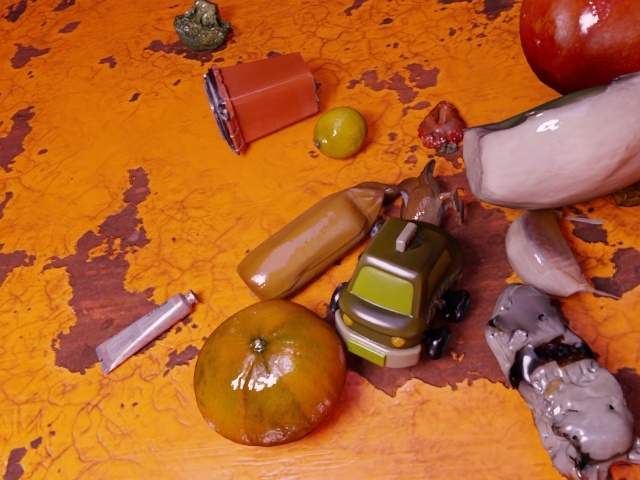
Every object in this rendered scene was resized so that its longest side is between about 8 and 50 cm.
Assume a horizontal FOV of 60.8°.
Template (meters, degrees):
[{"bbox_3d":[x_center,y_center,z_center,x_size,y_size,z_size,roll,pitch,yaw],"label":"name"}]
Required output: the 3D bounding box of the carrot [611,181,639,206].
[{"bbox_3d":[0.636,-0.107,0.969,0.229,0.069,0.069,-14,53,5],"label":"carrot"}]

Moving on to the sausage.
[{"bbox_3d":[-0.003,-0.005,1.012,0.328,0.112,0.112,-37,55,-11],"label":"sausage"}]

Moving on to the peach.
[{"bbox_3d":[0.570,-0.430,1.032,0.389,0.388,0.388,-6,54,9],"label":"peach"}]

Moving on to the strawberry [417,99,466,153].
[{"bbox_3d":[0.260,-0.247,1.164,0.104,0.048,0.152,4,59,12],"label":"strawberry"}]

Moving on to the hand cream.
[{"bbox_3d":[-0.320,0.163,1.012,0.210,0.043,0.067,-35,52,-6],"label":"hand cream"}]

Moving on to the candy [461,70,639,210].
[{"bbox_3d":[0.444,-0.163,0.895,0.427,0.386,0.186,-19,92,-5],"label":"candy"}]

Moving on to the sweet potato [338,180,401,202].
[{"bbox_3d":[0.102,-0.092,1.090,0.195,0.056,0.056,-12,53,-3],"label":"sweet potato"}]

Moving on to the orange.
[{"bbox_3d":[-0.080,0.199,0.844,0.240,0.171,0.240,-7,54,10],"label":"orange"}]

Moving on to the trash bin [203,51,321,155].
[{"bbox_3d":[-0.129,-0.318,1.239,0.239,0.161,0.184,-18,53,-4],"label":"trash bin"}]

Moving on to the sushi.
[{"bbox_3d":[0.331,0.191,0.780,0.124,0.130,0.332,-21,52,-2],"label":"sushi"}]

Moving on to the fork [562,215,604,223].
[{"bbox_3d":[0.454,-0.041,0.994,0.115,0.012,0.016,10,62,14],"label":"fork"}]

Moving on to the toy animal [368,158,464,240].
[{"bbox_3d":[0.178,-0.069,1.039,0.179,0.089,0.188,-9,57,25],"label":"toy animal"}]

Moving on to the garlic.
[{"bbox_3d":[0.390,0.030,0.914,0.129,0.090,0.198,-12,48,-11],"label":"garlic"}]

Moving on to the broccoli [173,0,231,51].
[{"bbox_3d":[-0.321,-0.586,1.498,0.162,0.137,0.145,7,33,-31],"label":"broccoli"}]

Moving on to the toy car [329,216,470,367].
[{"bbox_3d":[0.133,0.054,0.865,0.204,0.198,0.248,22,48,22],"label":"toy car"}]

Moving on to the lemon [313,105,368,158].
[{"bbox_3d":[0.042,-0.228,1.163,0.109,0.109,0.133,34,53,31],"label":"lemon"}]
